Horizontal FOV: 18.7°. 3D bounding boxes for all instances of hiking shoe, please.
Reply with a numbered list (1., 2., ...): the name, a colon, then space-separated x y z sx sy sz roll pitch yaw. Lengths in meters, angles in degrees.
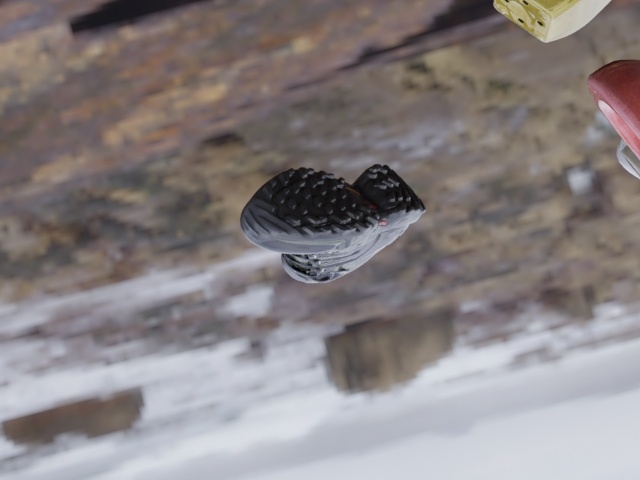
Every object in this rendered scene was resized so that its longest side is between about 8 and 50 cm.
1. hiking shoe: 0.000 0.000 1.696 0.227 0.086 0.114 -6 139 -53

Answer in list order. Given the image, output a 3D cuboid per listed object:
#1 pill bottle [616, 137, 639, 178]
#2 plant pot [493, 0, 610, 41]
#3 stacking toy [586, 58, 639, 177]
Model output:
1. pill bottle: 0.221 -0.093 1.138 0.067 0.120 0.067 11 -154 -5
2. plant pot: 0.167 -0.191 1.385 0.083 0.081 0.081 -51 169 -14
3. stacking toy: 0.276 0.005 0.963 0.130 0.309 0.279 -38 176 6
